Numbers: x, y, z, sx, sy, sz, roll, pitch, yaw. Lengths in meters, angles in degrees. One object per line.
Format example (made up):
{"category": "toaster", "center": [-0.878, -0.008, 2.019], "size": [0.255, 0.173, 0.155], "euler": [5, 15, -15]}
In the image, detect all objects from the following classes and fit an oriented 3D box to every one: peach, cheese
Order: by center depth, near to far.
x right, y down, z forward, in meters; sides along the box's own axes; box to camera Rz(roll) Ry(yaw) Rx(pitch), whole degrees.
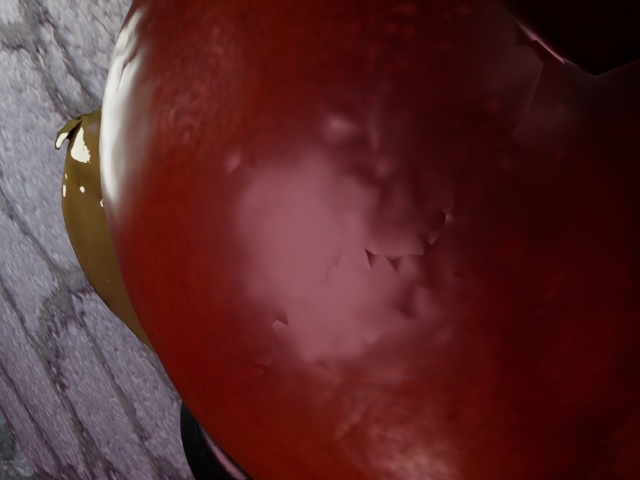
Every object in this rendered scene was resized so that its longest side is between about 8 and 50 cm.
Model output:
{"category": "peach", "center": [0.086, -0.043, 0.634], "size": [0.388, 0.388, 0.388], "euler": [41, 147, 33]}
{"category": "cheese", "center": [-0.158, -0.007, 1.353], "size": [0.316, 0.128, 0.259], "euler": [40, 140, 23]}

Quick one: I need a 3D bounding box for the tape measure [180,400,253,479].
{"category": "tape measure", "center": [-0.017, 0.161, 1.183], "size": [0.223, 0.202, 0.135], "euler": [46, 147, 15]}
